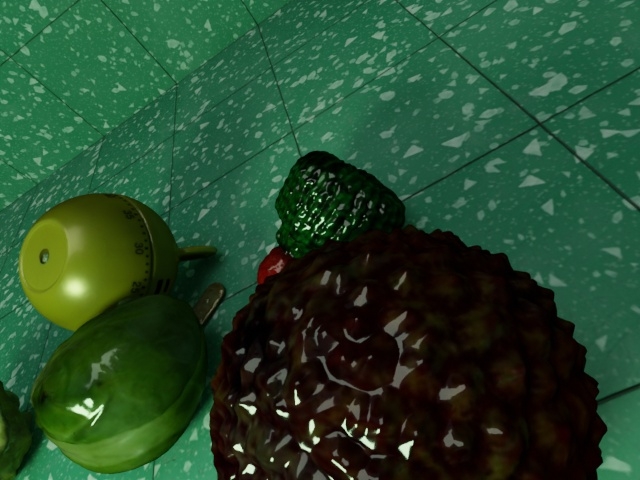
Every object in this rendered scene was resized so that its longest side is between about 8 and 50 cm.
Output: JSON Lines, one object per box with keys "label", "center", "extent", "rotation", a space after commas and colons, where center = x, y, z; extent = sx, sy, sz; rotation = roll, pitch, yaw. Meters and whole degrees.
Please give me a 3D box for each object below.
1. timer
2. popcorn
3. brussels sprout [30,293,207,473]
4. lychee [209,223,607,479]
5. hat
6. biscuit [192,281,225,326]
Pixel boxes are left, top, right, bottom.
{"label": "timer", "center": [-0.496, 0.060, 1.035], "extent": [0.377, 0.387, 0.375], "rotation": [-3, 84, 26]}
{"label": "popcorn", "center": [-0.860, 0.487, 0.999], "extent": [0.313, 0.312, 0.312], "rotation": [-19, 48, 22]}
{"label": "brussels sprout", "center": [-0.398, 0.283, 0.828], "extent": [0.371, 0.276, 0.314], "rotation": [-33, 41, 11]}
{"label": "lychee", "center": [0.066, 0.202, 0.482], "extent": [0.500, 0.424, 0.425], "rotation": [-31, 40, -20]}
{"label": "hat", "center": [0.000, 0.000, 0.847], "extent": [0.332, 0.242, 0.274], "rotation": [-58, 18, 16]}
{"label": "biscuit", "center": [-0.288, 0.167, 1.026], "extent": [0.071, 0.018, 0.147], "rotation": [19, 70, 41]}
